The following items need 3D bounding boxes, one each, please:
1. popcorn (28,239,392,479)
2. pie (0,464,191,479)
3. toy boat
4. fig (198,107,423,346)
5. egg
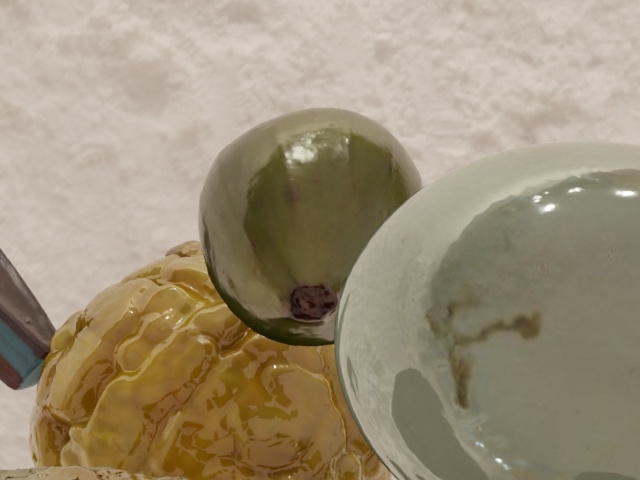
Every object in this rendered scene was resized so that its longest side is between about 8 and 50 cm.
[{"bbox_3d":[-0.103,0.194,1.082,0.390,0.354,0.344,6,116,-34],"label":"popcorn"},{"bbox_3d":[-0.106,0.205,0.347,0.274,0.055,0.274,3,84,-30],"label":"pie"},{"bbox_3d":[-0.455,0.018,1.235,0.392,0.079,0.136,47,30,12],"label":"toy boat"},{"bbox_3d":[0.000,0.000,0.843,0.202,0.225,0.203,-3,117,-6],"label":"fig"},{"bbox_3d":[0.137,0.049,0.447,0.264,0.183,0.183,5,79,-6],"label":"egg"}]
